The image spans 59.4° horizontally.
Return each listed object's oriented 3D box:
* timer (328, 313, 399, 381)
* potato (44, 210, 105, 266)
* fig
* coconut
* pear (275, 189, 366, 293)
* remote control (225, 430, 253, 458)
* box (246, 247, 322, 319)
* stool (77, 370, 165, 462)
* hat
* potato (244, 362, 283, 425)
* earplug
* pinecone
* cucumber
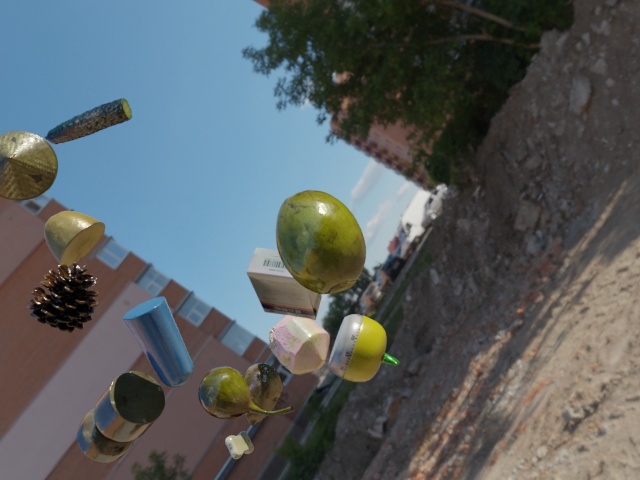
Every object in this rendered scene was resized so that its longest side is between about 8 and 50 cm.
[{"bbox_3d":[0.189,0.444,2.231,0.285,0.285,0.285,-56,-8,-12],"label":"timer"},{"bbox_3d":[-0.900,-0.031,2.009,0.203,0.158,0.178,-49,-6,1],"label":"potato"},{"bbox_3d":[-0.180,0.390,1.361,0.124,0.236,0.124,20,-90,-87],"label":"fig"},{"bbox_3d":[-0.077,0.430,2.287,0.233,0.245,0.233,-27,-41,-27],"label":"coconut"},{"bbox_3d":[0.000,0.000,1.598,0.252,0.307,0.253,-14,-20,-5],"label":"pear"},{"bbox_3d":[-0.259,0.654,1.796,0.032,0.074,0.122,-34,-19,10],"label":"remote control"},{"bbox_3d":[-0.117,0.153,1.928,0.299,0.200,0.106,79,-158,-55],"label":"box"},{"bbox_3d":[-0.623,0.551,1.752,0.264,0.179,0.179,-48,-2,30],"label":"stool"},{"bbox_3d":[-0.603,-0.156,1.108,0.146,0.146,0.067,-56,7,-13],"label":"hat"},{"bbox_3d":[-0.166,0.417,1.572,0.089,0.100,0.172,65,-160,-48],"label":"potato"},{"bbox_3d":[-0.474,0.320,1.698,0.132,0.273,0.132,-21,15,6],"label":"earplug"},{"bbox_3d":[-0.642,0.134,1.429,0.165,0.163,0.163,-61,-8,6],"label":"pinecone"},{"bbox_3d":[-0.672,-0.330,1.599,0.293,0.068,0.067,-16,3,15],"label":"cucumber"}]
